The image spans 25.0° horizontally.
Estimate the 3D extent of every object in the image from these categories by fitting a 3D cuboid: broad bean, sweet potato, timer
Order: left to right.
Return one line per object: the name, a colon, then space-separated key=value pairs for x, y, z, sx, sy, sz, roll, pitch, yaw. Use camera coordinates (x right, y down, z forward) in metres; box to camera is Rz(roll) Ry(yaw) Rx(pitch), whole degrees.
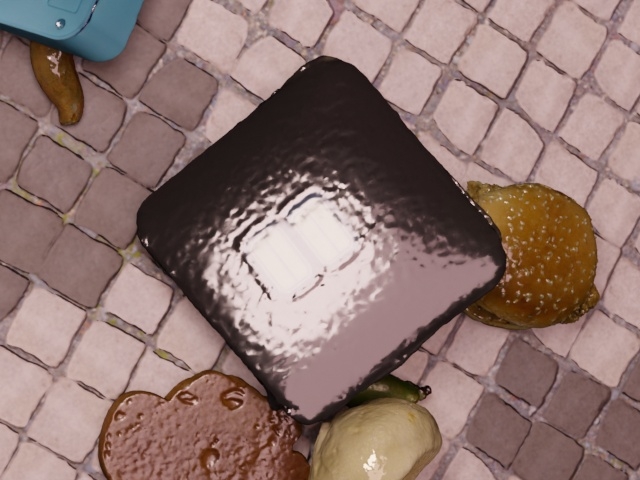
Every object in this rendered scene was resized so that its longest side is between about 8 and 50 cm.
timer: x=-0.316 y=-0.346 z=1.671 sx=0.250 sy=0.091 sz=0.232 roll=21 pitch=86 yaw=21
sweet potato: x=-0.300 y=-0.256 z=1.718 sx=0.081 sy=0.062 sz=0.233 roll=13 pitch=91 yaw=-19
broad bean: x=0.039 y=0.184 z=1.822 sx=0.213 sy=0.048 sz=0.070 roll=8 pitch=101 yaw=-10

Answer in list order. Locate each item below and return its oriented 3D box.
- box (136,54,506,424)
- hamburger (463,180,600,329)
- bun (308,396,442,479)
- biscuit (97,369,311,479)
box: x=0.000 y=0.000 z=1.736 sx=0.350 sy=0.091 sz=0.359 roll=-40 pitch=84 yaw=-6
hamburger: x=0.268 y=0.024 z=1.846 sx=0.215 sy=0.122 sz=0.189 roll=18 pitch=84 yaw=-17
bun: x=0.049 y=0.268 z=1.752 sx=0.127 sy=0.222 sz=0.222 roll=42 pitch=80 yaw=9
biscuit: x=-0.132 y=0.268 z=1.780 sx=0.290 sy=0.041 sz=0.208 roll=20 pitch=86 yaw=-16
